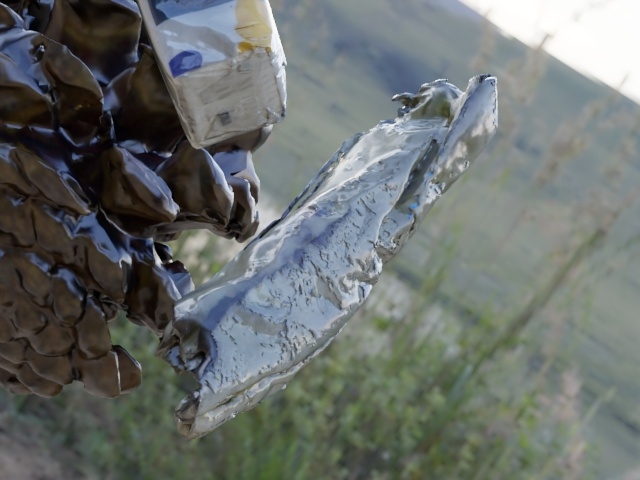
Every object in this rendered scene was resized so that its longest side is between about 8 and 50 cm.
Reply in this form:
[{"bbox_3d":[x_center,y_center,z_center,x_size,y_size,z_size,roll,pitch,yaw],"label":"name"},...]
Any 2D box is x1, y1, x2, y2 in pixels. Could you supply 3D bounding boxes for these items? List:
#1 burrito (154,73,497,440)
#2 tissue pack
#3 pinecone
[{"bbox_3d":[0.002,0.001,0.762,0.063,0.229,0.058,36,-28,11],"label":"burrito"},{"bbox_3d":[-0.041,-0.082,0.560,0.062,0.042,0.083,74,-2,-69],"label":"tissue pack"},{"bbox_3d":[-0.148,-0.046,0.947,0.244,0.257,0.243,7,-35,5],"label":"pinecone"}]
